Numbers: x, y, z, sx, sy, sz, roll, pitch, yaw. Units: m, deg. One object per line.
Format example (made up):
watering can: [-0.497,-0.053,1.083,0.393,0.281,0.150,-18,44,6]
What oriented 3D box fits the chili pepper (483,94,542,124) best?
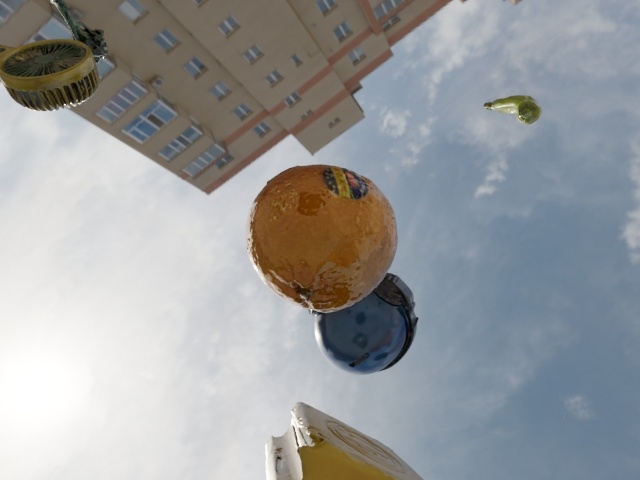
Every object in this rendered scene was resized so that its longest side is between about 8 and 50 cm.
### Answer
chili pepper: [0.339,-0.230,0.809,0.043,0.208,0.049,39,-73,-10]

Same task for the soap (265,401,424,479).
soap: [0.034,0.314,0.623,0.204,0.324,0.096,27,-103,0]

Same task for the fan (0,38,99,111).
fan: [-0.286,-0.163,0.448,0.155,0.039,0.082,15,-131,13]

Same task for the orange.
orange: [0.002,-0.002,0.542,0.177,0.177,0.155,-30,-132,15]

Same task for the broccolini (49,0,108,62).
broccolini: [-0.416,-0.379,0.770,0.057,0.254,0.071,5,-108,-3]

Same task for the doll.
doll: [0.071,0.157,1.068,0.310,0.240,0.284,46,-58,1]
